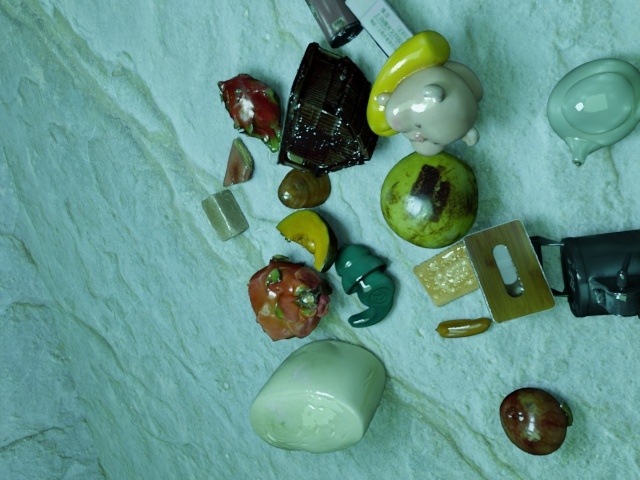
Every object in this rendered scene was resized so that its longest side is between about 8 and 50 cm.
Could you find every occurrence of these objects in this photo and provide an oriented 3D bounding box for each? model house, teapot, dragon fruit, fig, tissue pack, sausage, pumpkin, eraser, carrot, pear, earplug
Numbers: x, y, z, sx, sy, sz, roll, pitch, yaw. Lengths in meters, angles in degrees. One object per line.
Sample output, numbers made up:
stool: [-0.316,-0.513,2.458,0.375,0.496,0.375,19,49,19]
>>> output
model house: [0.048,-0.371,1.339,0.282,0.317,0.297,16,150,-1]
teapot: [0.699,-0.329,1.020,0.318,0.149,0.220,-21,98,33]
dragon fruit: [-0.227,-0.417,1.475,0.200,0.198,0.269,2,122,16]
fig: [0.654,0.544,1.336,0.205,0.205,0.205,9,111,25]
tissue pack: [0.507,0.091,1.209,0.159,0.136,0.246,-20,72,15]
sausage: [0.455,0.281,1.417,0.183,0.054,0.062,-11,129,28]
pumpkin: [0.000,0.000,1.502,0.148,0.169,0.312,-54,44,10]
eraser: [0.201,-0.565,1.217,0.086,0.130,0.287,-40,85,30]
dragon fruit: [-0.084,0.187,1.545,0.225,0.305,0.305,-32,90,25]
carrot: [-0.072,-0.159,1.451,0.159,0.225,0.159,8,111,20]
pear: [0.307,-0.118,1.236,0.283,0.283,0.284,9,111,25]
earplug: [0.142,0.144,1.502,0.280,0.164,0.257,58,160,13]

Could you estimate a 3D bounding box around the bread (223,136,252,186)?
bread: [-0.294,-0.262,1.618,0.119,0.067,0.192,35,119,23]

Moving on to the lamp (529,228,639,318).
lamp: [0.735,0.078,1.100,0.272,0.374,0.205,-11,102,0]

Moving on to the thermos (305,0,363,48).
thermos: [-0.009,-0.729,1.266,0.109,0.136,0.330,-29,92,23]

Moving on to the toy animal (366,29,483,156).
toy animal: [0.275,-0.314,1.116,0.277,0.345,0.247,-40,62,26]

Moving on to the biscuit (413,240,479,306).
biscuit: [0.426,0.099,1.382,0.249,0.030,0.160,-33,90,32]

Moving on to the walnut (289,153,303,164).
walnut: [-0.065,-0.295,1.478,0.092,0.092,0.092,9,111,25]

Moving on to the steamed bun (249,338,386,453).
steamed bun: [-0.021,0.540,1.574,0.456,0.371,0.290,-20,96,28]

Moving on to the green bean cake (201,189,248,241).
green bean cake: [-0.362,-0.096,1.687,0.085,0.109,0.179,-26,93,31]
